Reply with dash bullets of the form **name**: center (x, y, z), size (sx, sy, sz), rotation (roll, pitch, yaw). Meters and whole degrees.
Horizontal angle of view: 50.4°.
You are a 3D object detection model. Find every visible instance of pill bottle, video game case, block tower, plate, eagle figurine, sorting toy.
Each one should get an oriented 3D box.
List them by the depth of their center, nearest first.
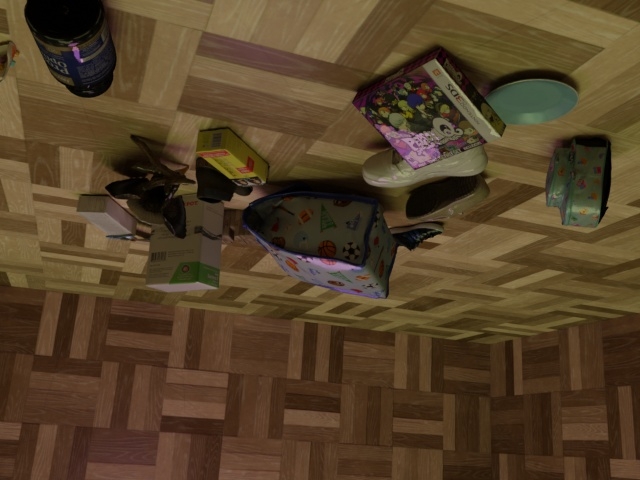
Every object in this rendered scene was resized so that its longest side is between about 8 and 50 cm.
- **pill bottle**: center (-0.420, -0.338, 1.173), size (0.123, 0.122, 0.219), rotation (6, 163, -7)
- **sorting toy**: center (-0.620, -0.335, 1.305), size (0.083, 0.075, 0.045), rotation (-2, 162, 19)
- **video game case**: center (0.209, -0.249, 1.339), size (0.210, 0.041, 0.232), rotation (43, 145, -23)
- **plate**: center (0.416, -0.282, 1.359), size (0.188, 0.024, 0.188), rotation (3, 164, 1)
- **eagle figurine**: center (-0.429, -0.120, 1.790), size (0.225, 0.226, 0.298), rotation (-10, 166, -30)
- **block tower**: center (-0.277, -0.041, 2.168), size (0.336, 0.090, 0.097), rotation (-1, 163, 11)

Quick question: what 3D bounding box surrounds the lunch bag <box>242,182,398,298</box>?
- **lunch bag**: center (0.000, 0.000, 1.949), size (0.386, 0.238, 0.328), rotation (7, 159, 21)

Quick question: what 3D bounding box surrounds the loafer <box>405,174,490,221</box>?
- **loafer**: center (0.340, -0.104, 1.822), size (0.092, 0.101, 0.269), rotation (23, 154, -34)

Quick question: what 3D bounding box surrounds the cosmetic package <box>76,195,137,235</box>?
- **cosmetic package**: center (-0.680, -0.077, 2.181), size (0.099, 0.060, 0.239), rotation (3, 163, 8)

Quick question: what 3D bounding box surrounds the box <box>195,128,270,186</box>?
- **box**: center (-0.213, -0.201, 1.688), size (0.087, 0.058, 0.232), rotation (-2, 162, 20)

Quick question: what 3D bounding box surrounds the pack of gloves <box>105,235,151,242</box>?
- **pack of gloves**: center (-0.618, -0.016, 2.379), size (0.195, 0.046, 0.232), rotation (6, 179, 34)

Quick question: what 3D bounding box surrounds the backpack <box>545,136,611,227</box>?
- **backpack**: center (0.591, -0.124, 1.558), size (0.145, 0.188, 0.166), rotation (-1, 163, 13)

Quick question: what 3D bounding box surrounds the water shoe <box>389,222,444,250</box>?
- **water shoe**: center (0.306, -0.004, 2.188), size (0.203, 0.080, 0.073), rotation (-9, 159, 35)

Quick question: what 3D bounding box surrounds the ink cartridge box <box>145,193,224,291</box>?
- **ink cartridge box**: center (-0.407, 0.010, 2.055), size (0.199, 0.272, 0.115), rotation (-5, 164, 26)

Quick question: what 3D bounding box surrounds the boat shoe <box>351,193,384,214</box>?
- **boat shoe**: center (0.137, -0.101, 1.971), size (0.043, 0.049, 0.137), rotation (37, -171, 39)

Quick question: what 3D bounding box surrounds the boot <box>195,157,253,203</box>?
- **boot**: center (-0.264, -0.134, 1.836), size (0.082, 0.106, 0.219), rotation (-7, 160, 32)

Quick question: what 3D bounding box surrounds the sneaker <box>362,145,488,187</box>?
- **sneaker**: center (0.217, -0.208, 1.533), size (0.293, 0.108, 0.169), rotation (-7, 154, 19)
